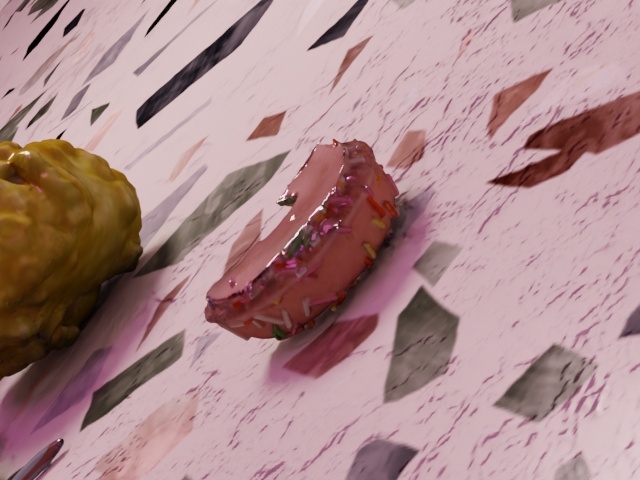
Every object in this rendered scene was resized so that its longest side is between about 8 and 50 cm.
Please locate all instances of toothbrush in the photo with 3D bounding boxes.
[{"bbox_3d":[-0.270,0.223,1.399,0.193,0.013,0.019,-44,11,10],"label":"toothbrush"}]

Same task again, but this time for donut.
[{"bbox_3d":[0.000,0.000,1.184,0.166,0.065,0.117,-54,19,-17],"label":"donut"}]

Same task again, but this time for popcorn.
[{"bbox_3d":[-0.277,0.008,1.568,0.233,0.192,0.266,-51,-6,-5],"label":"popcorn"}]
